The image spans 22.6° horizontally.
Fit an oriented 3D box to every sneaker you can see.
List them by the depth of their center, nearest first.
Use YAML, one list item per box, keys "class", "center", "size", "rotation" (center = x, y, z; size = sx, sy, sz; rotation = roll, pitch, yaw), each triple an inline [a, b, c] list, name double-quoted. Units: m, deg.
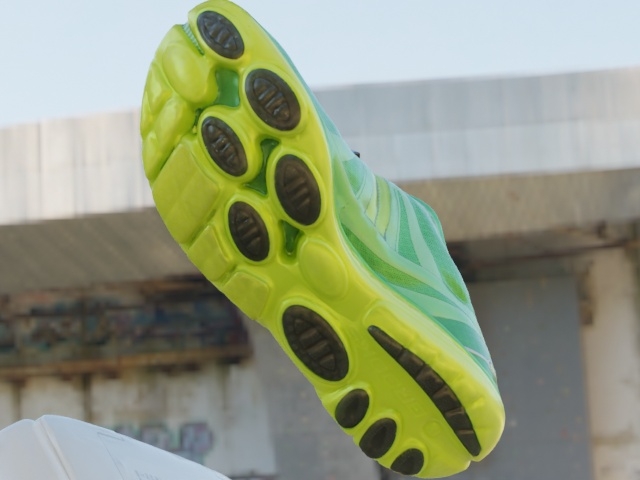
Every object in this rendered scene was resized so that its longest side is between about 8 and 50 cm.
- class: "sneaker"
  center: [0.000, 0.000, 0.903]
  size: [0.109, 0.295, 0.123]
  rotation: [-29, 12, 17]

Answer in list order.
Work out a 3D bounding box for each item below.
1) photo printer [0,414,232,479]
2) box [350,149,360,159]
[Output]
- class: "photo printer"
  center: [-0.071, 0.265, 0.967]
  size: [0.107, 0.307, 0.256]
  rotation: [-43, -34, 10]
- class: "box"
  center: [-0.044, -0.075, 1.506]
  size: [0.137, 0.027, 0.094]
  rotation: [-8, 20, -38]
